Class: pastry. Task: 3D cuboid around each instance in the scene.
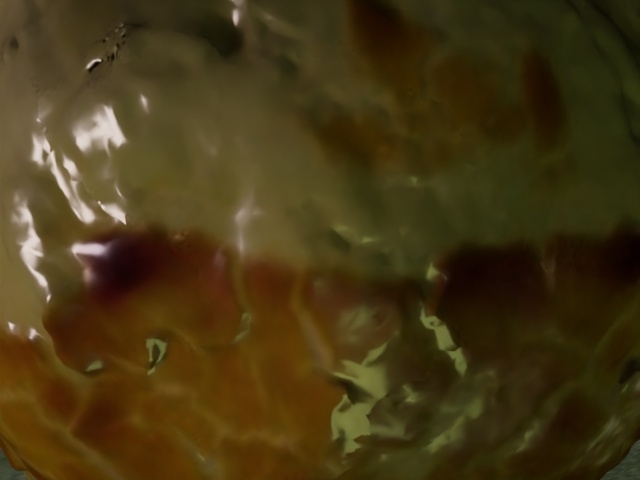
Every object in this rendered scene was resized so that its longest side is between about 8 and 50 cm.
[{"bbox_3d":[0.000,0.000,0.886,0.389,0.312,0.388,-15,150,-9],"label":"pastry"}]
